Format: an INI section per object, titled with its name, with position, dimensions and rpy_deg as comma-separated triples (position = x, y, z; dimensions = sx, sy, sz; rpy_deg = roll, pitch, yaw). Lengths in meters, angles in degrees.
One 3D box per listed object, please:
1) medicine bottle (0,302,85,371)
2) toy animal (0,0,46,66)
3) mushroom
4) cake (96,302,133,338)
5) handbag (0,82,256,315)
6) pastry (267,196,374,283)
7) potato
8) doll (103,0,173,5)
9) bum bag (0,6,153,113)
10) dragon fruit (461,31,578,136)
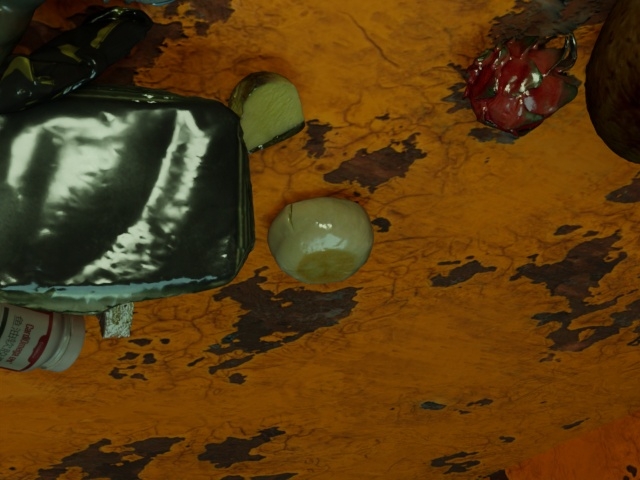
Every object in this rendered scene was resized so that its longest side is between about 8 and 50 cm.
[medicine bottle]
position = -0.476, 0.118, 1.536
dimensions = 0.131, 0.131, 0.250
rpy_deg = -30, 145, 31
[toy animal]
position = -0.297, -0.245, 0.995
dimensions = 0.251, 0.127, 0.125
rpy_deg = -34, 130, 14
[mushroom]
position = 0.473, -0.169, 1.180
dimensions = 0.331, 0.356, 0.334
rpy_deg = -6, -158, 41
[cake]
position = -0.315, 0.099, 1.641
dimensions = 0.052, 0.065, 0.121
rpy_deg = -2, 143, -22
[handbag]
position = -0.255, -0.045, 1.192
dimensions = 0.340, 0.248, 0.240
rpy_deg = -2, -178, -16
[pastry]
position = 0.000, 0.000, 1.542
dimensions = 0.156, 0.092, 0.156
rpy_deg = -7, 143, -5
[potato]
position = -0.071, -0.167, 1.244
dimensions = 0.096, 0.066, 0.103
rpy_deg = -28, 147, -21
[doll]
position = -0.170, -0.258, 1.068
dimensions = 0.114, 0.039, 0.057
rpy_deg = -10, 146, 3
[bum bag]
position = -0.251, -0.179, 1.043
dimensions = 0.106, 0.232, 0.060
rpy_deg = -13, 110, 28
[dragon fruit]
position = 0.241, -0.190, 1.272
dimensions = 0.141, 0.130, 0.121
rpy_deg = -11, 118, 1
